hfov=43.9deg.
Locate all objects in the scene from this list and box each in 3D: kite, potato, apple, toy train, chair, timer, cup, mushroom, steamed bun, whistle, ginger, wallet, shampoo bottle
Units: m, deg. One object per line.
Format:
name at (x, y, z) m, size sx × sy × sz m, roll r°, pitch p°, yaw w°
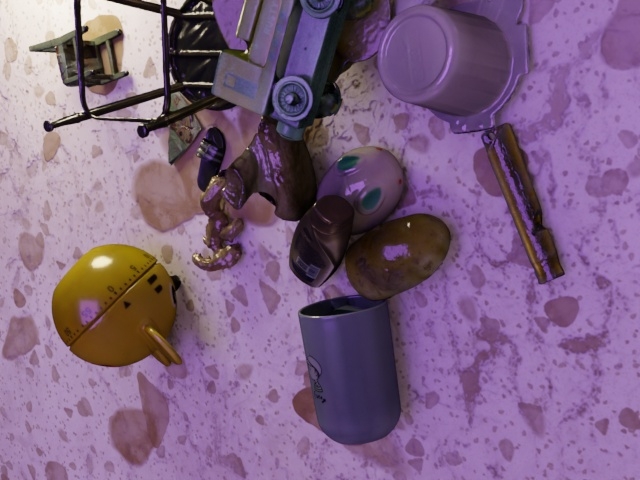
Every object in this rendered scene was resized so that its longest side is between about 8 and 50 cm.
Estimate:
kite at (-0.410, -0.317, 2.168) m, size 0.250 × 0.012 × 0.230 m, roll 9°, pitch 101°, yaw 36°
potato at (0.145, 0.024, 1.716) m, size 0.271 × 0.111 × 0.160 m, roll -25°, pitch 48°, yaw 35°
apple at (-0.032, -0.496, 1.672) m, size 0.360 × 0.311 × 0.320 m, roll 54°, pitch 161°, yaw -1°
toy train at (-0.062, -0.408, 1.581) m, size 0.253 × 0.160 × 0.397 m, roll 26°, pitch 114°, yaw 20°
chair at (-0.387, -0.443, 1.870) m, size 0.364 × 0.410 × 0.362 m, roll 8°, pitch 105°, yaw 36°
timer at (-0.532, 0.205, 2.191) m, size 0.387 × 0.376 × 0.376 m, roll 44°, pitch 125°, yaw -5°
cup at (0.072, 0.292, 1.810) m, size 0.205 × 0.205 × 0.313 m, roll -4°, pitch 98°, yaw 38°
mushroom at (-0.084, -0.176, 1.796) m, size 0.212 × 0.292 × 0.218 m, roll 34°, pitch 108°, yaw 16°
chair at (-0.688, -0.507, 2.258) m, size 0.270 × 0.136 × 0.147 m, roll -7°, pitch 94°, yaw 36°
steamed bun at (0.079, -0.110, 1.767) m, size 0.228 × 0.130 × 0.177 m, roll -36°, pitch 77°, yaw 39°
whistle at (0.400, -0.073, 1.577) m, size 0.068 × 0.057 × 0.327 m, roll -23°, pitch 85°, yaw 38°
ginger at (-0.259, -0.037, 2.087) m, size 0.149 × 0.065 × 0.259 m, roll 17°, pitch 104°, yaw 20°
wallet at (0.184, -0.527, 1.609) m, size 0.095 × 0.033 × 0.190 m, roll -29°, pitch 52°, yaw 40°
shampoo bottle at (0.000, 0.000, 1.766) m, size 0.125 × 0.084 × 0.350 m, roll 42°, pitch 157°, yaw 10°

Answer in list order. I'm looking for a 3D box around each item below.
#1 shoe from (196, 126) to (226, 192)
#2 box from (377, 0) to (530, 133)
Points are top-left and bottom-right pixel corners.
shoe at (-0.298, -0.208, 2.082) m, size 0.071 × 0.049 × 0.179 m, roll 30°, pitch 116°, yaw 28°
box at (0.251, -0.361, 1.523) m, size 0.262 × 0.206 × 0.291 m, roll 53°, pitch 124°, yaw 23°
